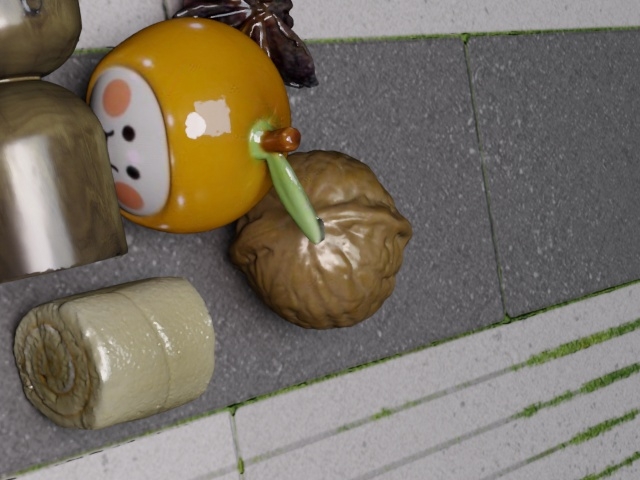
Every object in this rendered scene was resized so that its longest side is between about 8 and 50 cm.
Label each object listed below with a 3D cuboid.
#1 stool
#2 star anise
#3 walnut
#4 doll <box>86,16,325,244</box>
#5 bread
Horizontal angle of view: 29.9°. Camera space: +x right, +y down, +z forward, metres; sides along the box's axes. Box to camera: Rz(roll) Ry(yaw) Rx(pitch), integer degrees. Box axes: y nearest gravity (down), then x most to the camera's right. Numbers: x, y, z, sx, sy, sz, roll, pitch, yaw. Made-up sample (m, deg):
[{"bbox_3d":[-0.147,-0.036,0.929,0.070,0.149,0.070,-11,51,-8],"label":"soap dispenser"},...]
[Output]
[{"bbox_3d":[-0.283,-0.097,1.065,0.179,0.179,0.264,-15,97,-43],"label":"stool"},{"bbox_3d":[-0.087,-0.252,1.307,0.212,0.129,0.282,-22,109,-36],"label":"star anise"},{"bbox_3d":[0.000,0.000,1.295,0.213,0.213,0.213,5,82,-43],"label":"walnut"},{"bbox_3d":[-0.100,-0.106,1.157,0.213,0.236,0.213,-27,124,-50],"label":"doll"},{"bbox_3d":[-0.195,0.109,1.146,0.141,0.148,0.133,-13,79,-43],"label":"bread"}]
